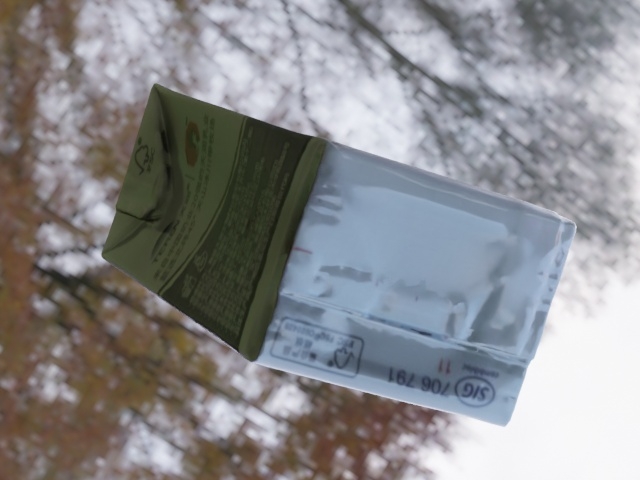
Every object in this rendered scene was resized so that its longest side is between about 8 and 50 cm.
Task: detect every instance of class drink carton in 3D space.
[{"bbox_3d":[-0.001,0.000,0.880,0.222,0.134,0.101,27,-79,63],"label":"drink carton"}]
